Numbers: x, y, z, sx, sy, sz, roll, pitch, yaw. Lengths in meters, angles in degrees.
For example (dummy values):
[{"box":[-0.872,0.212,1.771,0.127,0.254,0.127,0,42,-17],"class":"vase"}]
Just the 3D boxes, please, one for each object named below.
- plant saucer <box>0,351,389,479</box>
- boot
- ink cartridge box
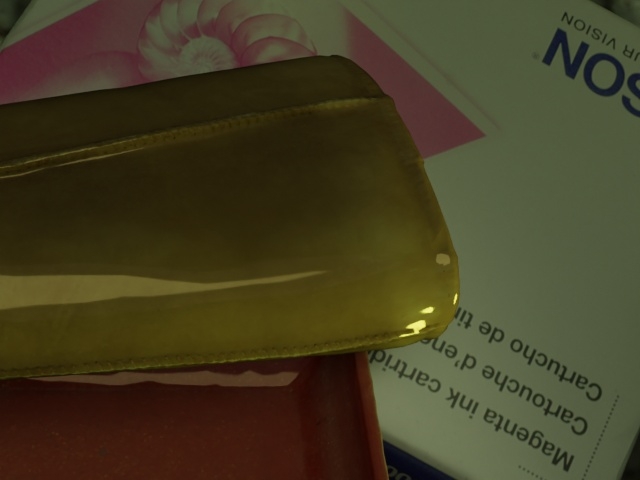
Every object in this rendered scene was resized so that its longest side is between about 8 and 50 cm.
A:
[{"box":[-0.101,0.123,0.382,0.259,0.048,0.258,1,44,-9],"class":"plant saucer"},{"box":[-0.112,-0.039,0.451,0.269,0.089,0.236,-11,65,-20],"class":"boot"},{"box":[0.000,0.000,0.534,0.324,0.071,0.330,28,71,-2],"class":"ink cartridge box"}]
